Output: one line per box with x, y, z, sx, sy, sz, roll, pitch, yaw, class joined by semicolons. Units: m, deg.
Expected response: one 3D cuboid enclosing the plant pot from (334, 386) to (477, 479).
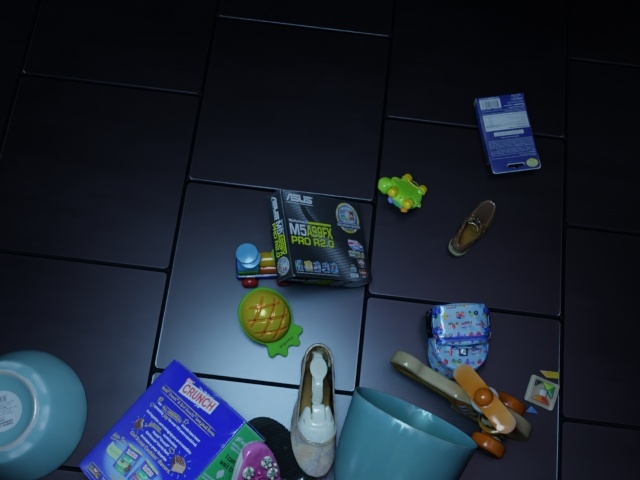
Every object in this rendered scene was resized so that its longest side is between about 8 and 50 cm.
0.164;0.494;1.640;0.293;0.293;0.235;23;89;5;plant pot

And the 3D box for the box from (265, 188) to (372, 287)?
0.000;0.000;1.811;0.270;0.060;0.216;8;67;-43;box

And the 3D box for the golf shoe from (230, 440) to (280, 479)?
-0.162;0.550;1.606;0.115;0.140;0.306;-11;116;-32;golf shoe

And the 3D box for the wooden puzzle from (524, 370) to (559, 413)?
0.543;0.371;1.822;0.079;0.014;0.116;15;73;3;wooden puzzle

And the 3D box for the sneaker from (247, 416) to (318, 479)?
-0.087;0.556;1.693;0.122;0.146;0.330;-12;47;-33;sneaker

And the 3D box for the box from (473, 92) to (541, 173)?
0.503;-0.285;2.010;0.136;0.036;0.225;-7;72;-4;box

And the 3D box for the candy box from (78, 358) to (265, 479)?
-0.330;0.470;1.658;0.268;0.122;0.317;32;73;36;candy box

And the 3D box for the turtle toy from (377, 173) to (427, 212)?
0.207;-0.124;1.934;0.130;0.066;0.095;39;52;12;turtle toy

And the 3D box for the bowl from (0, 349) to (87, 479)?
-0.710;0.392;1.696;0.312;0.163;0.311;0;73;-1;bowl

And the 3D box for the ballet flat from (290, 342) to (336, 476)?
-0.013;0.373;1.702;0.108;0.106;0.316;3;52;-7;ballet flat

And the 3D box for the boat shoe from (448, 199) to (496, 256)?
0.398;-0.036;1.917;0.064;0.060;0.178;38;75;9;boat shoe

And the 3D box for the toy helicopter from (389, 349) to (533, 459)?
0.320;0.356;1.704;0.355;0.235;0.140;30;75;7;toy helicopter

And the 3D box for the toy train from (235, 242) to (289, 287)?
-0.087;0.048;1.832;0.248;0.143;0.105;-3;74;-3;toy train

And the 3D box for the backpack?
0.335;0.245;1.802;0.158;0.117;0.173;2;76;0;backpack

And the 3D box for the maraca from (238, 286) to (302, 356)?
-0.122;0.199;1.813;0.127;0.099;0.185;-39;104;-10;maraca
